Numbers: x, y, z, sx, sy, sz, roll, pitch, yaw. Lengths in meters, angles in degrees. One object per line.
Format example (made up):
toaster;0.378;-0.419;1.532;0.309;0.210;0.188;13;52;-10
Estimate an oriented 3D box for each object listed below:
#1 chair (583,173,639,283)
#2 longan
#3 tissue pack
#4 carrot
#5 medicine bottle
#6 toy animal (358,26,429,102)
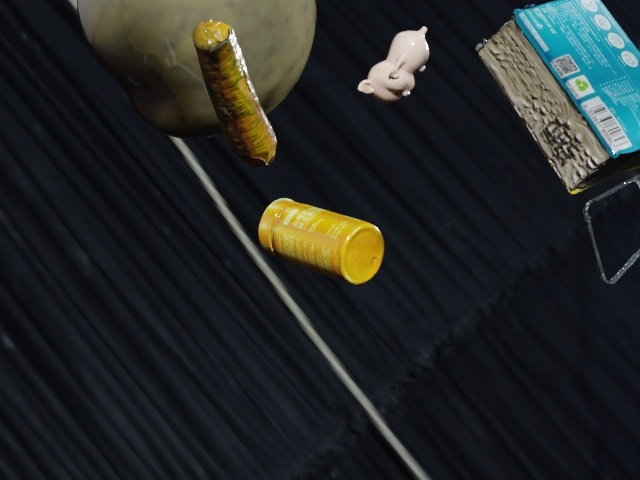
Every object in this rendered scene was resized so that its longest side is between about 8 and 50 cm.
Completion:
chair;0.510;-0.037;1.501;0.221;0.145;0.140;-37;-150;-23
longan;-0.191;-0.361;1.663;0.404;0.336;0.404;-22;132;-26
tissue pack;0.383;-0.218;1.544;0.192;0.271;0.134;-18;160;-33
carrot;-0.114;-0.195;1.441;0.070;0.070;0.260;-38;146;-14
medicine bottle;0.000;0.000;1.607;0.096;0.192;0.096;-15;113;-39
toy animal;0.129;-0.287;1.732;0.150;0.089;0.083;-50;137;4
